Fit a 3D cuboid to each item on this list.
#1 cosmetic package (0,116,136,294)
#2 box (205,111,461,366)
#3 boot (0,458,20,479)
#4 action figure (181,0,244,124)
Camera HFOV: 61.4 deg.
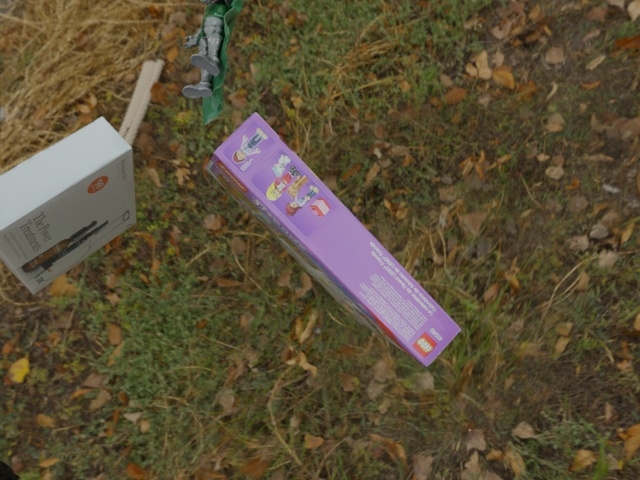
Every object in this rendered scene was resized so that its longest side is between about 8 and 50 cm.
[{"bbox_3d":[-0.522,-0.055,1.101,0.097,0.377,0.284,45,64,3],"label":"cosmetic package"},{"bbox_3d":[0.000,0.000,0.596,0.057,0.201,0.293,-46,103,-7],"label":"box"},{"bbox_3d":[-0.480,0.239,0.705,0.207,0.094,0.246,24,113,30],"label":"boot"},{"bbox_3d":[-0.137,-0.280,0.702,0.064,0.137,0.232,15,50,-20],"label":"action figure"}]
